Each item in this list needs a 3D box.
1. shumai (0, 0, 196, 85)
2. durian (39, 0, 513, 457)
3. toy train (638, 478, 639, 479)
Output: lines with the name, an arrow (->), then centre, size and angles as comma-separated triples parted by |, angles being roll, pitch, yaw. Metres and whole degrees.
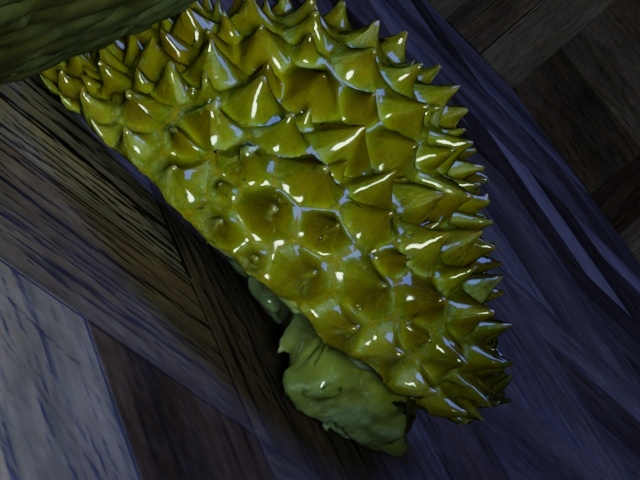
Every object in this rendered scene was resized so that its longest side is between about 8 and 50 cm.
shumai -> -0.118, -0.231, 0.713 | 0.288, 0.292, 0.330 | 62, -24, 2
durian -> 0.000, 0.000, 0.905 | 0.306, 0.166, 0.172 | 38, 45, -24
toy train -> 0.150, 0.151, 0.657 | 0.134, 0.261, 0.177 | 52, 25, 19
